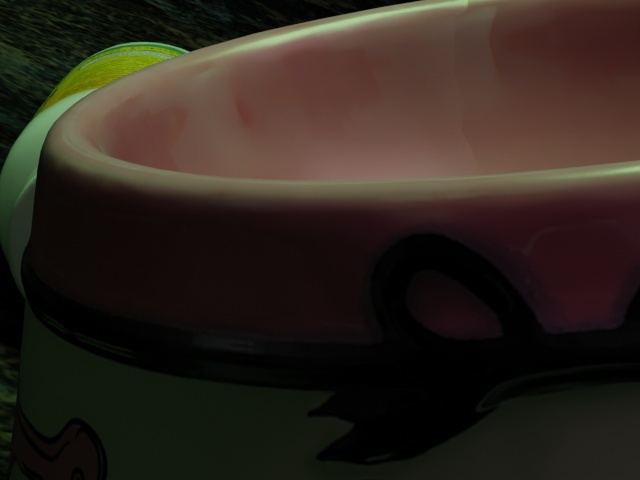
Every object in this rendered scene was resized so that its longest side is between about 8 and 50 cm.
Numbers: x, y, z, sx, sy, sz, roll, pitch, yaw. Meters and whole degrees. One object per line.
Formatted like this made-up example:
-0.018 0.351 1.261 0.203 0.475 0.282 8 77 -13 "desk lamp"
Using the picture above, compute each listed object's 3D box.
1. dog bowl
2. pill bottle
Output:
0.084 0.009 0.636 0.408 0.150 0.408 -6 15 2 "dog bowl"
-0.091 -0.023 0.915 0.118 0.117 0.208 24 14 -7 "pill bottle"
